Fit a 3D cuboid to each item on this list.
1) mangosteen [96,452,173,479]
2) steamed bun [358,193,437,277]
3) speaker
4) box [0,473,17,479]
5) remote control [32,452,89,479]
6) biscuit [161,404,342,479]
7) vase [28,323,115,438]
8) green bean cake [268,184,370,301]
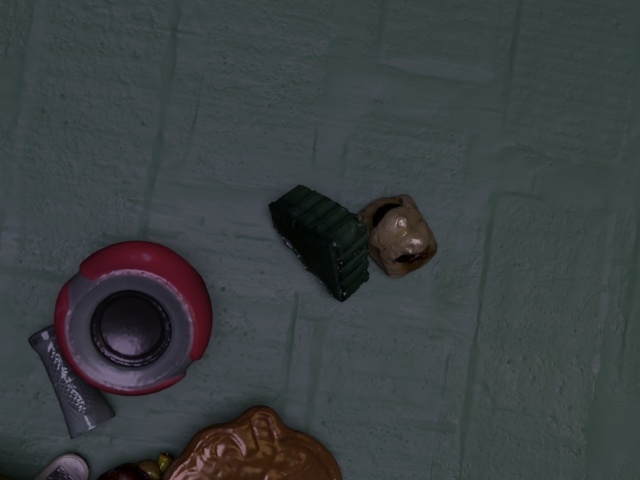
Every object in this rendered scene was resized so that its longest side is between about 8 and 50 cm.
[{"bbox_3d":[-0.364,0.504,1.721,0.156,0.181,0.146,37,127,13],"label":"mangosteen"},{"bbox_3d":[0.164,-0.014,1.785,0.141,0.155,0.172,-34,90,-6],"label":"steamed bun"},{"bbox_3d":[-0.358,0.153,1.662,0.294,0.294,0.294,0,87,-6],"label":"speaker"},{"bbox_3d":[-0.599,0.642,1.604,0.373,0.138,0.420,23,108,-6],"label":"box"},{"bbox_3d":[-0.552,0.510,1.734,0.221,0.042,0.078,-43,91,-8],"label":"remote control"},{"bbox_3d":[-0.140,0.527,1.705,0.385,0.062,0.365,-48,110,-18],"label":"biscuit"},{"bbox_3d":[-0.497,0.273,1.730,0.096,0.096,0.219,-27,88,-7],"label":"vase"},{"bbox_3d":[0.000,0.000,1.784,0.208,0.193,0.107,32,61,30],"label":"green bean cake"}]
